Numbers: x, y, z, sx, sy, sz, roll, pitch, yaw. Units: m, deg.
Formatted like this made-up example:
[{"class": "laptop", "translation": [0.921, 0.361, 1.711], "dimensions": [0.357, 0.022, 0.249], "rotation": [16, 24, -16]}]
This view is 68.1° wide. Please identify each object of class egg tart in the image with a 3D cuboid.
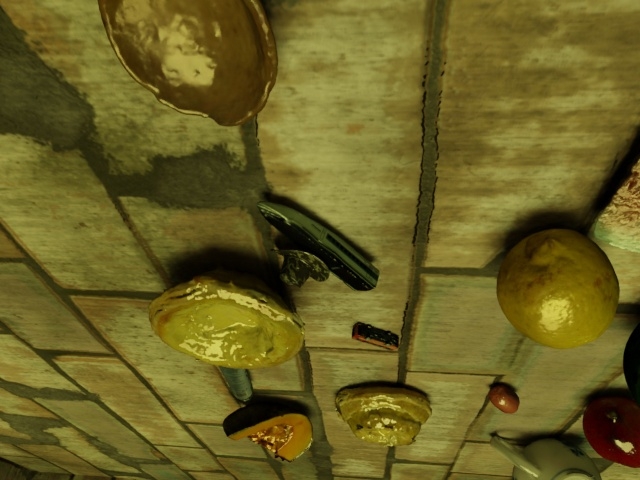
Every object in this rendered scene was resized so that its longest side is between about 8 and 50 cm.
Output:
[{"class": "egg tart", "translation": [0.173, 0.503, 1.337], "dimensions": [0.291, 0.115, 0.290], "rotation": [5, 141, 4]}, {"class": "egg tart", "translation": [-0.175, 0.145, 0.925], "dimensions": [0.315, 0.120, 0.314], "rotation": [3, 140, 2]}]

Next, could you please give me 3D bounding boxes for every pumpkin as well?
[{"class": "pumpkin", "translation": [-0.151, 0.546, 1.456], "dimensions": [0.169, 0.148, 0.312], "rotation": [-48, 133, -1]}]

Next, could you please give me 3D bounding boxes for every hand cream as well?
[{"class": "hand cream", "translation": [-0.223, 0.356, 1.253], "dimensions": [0.088, 0.055, 0.255], "rotation": [6, 140, 13]}]

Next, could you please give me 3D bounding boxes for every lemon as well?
[{"class": "lemon", "translation": [0.358, 0.074, 0.725], "dimensions": [0.170, 0.169, 0.207], "rotation": [-21, 133, 30]}]

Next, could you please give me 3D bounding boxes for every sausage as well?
[{"class": "sausage", "translation": [0.473, 0.406, 1.213], "dimensions": [0.054, 0.059, 0.094], "rotation": [-40, 121, 22]}]

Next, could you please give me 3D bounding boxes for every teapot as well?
[{"class": "teapot", "translation": [0.720, 0.741, 1.484], "dimensions": [0.424, 0.252, 0.280], "rotation": [31, 177, -1]}]

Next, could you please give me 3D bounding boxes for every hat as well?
[{"class": "hat", "translation": [-0.040, 0.051, 0.805], "dimensions": [0.121, 0.050, 0.121], "rotation": [25, 164, 8]}]

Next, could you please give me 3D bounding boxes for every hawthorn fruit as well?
[{"class": "hawthorn fruit", "translation": [0.740, 0.461, 1.167], "dimensions": [0.169, 0.168, 0.188], "rotation": [-11, 135, 21]}]

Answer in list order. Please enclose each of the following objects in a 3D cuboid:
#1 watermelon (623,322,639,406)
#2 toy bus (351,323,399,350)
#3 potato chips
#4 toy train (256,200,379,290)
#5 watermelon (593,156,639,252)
[{"class": "watermelon", "translation": [0.656, 0.223, 0.808], "dimensions": [0.243, 0.242, 0.242], "rotation": [4, 142, 3]}, {"class": "toy bus", "translation": [0.120, 0.213, 1.041], "dimensions": [0.110, 0.031, 0.043], "rotation": [21, 146, -19]}, {"class": "potato chips", "translation": [-0.128, -0.219, 0.501], "dimensions": [0.196, 0.061, 0.208], "rotation": [-15, 139, 33]}, {"class": "toy train", "translation": [0.000, 0.000, 0.775], "dimensions": [0.252, 0.048, 0.055], "rotation": [40, 152, -28]}, {"class": "watermelon", "translation": [0.447, -0.083, 0.589], "dimensions": [0.154, 0.094, 0.241], "rotation": [6, 142, 17]}]
